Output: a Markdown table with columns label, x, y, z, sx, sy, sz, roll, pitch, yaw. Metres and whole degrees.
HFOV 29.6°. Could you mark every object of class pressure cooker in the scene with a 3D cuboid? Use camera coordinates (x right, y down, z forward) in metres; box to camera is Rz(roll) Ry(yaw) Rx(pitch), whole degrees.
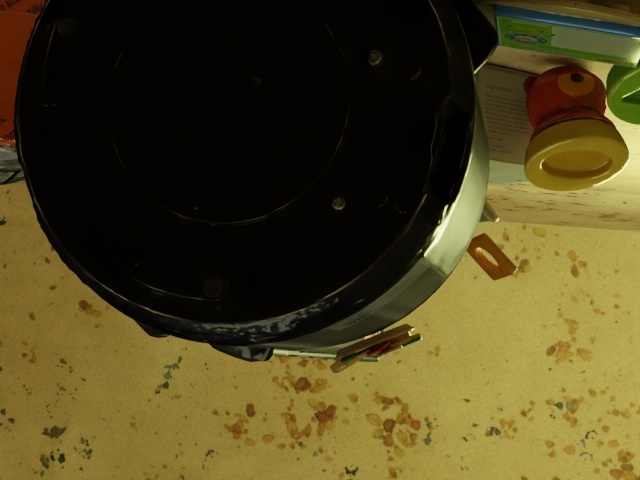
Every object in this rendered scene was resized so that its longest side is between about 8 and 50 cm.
| label | x | y | z | sx | sy | sz | roll | pitch | yaw |
| --- | --- | --- | --- | --- | --- | --- | --- | --- | --- |
| pressure cooker | -0.036 | -0.078 | 1.080 | 0.370 | 0.375 | 0.420 | 2 | 175 | 12 |

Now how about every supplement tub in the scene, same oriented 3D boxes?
| label | x | y | z | sx | sy | sz | roll | pitch | yaw |
| --- | --- | --- | --- | --- | --- | --- | --- | --- | --- |
| supplement tub | -0.363 | -0.174 | 1.379 | 0.207 | 0.207 | 0.338 | 7 | 175 | -19 |

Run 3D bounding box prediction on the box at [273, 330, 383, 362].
| label | x | y | z | sx | sy | sz | roll | pitch | yaw |
| --- | --- | --- | --- | --- | --- | --- | --- | --- | --- |
| box | 0.000 | 0.000 | 2.040 | 0.097 | 0.395 | 0.318 | 5 | 176 | 40 |

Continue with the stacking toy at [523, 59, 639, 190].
| label | x | y | z | sx | sy | sz | roll | pitch | yaw |
| --- | --- | --- | --- | --- | --- | --- | --- | --- | --- |
| stacking toy | 0.404 | -0.173 | 1.390 | 0.309 | 0.130 | 0.279 | 4 | 151 | -15 |

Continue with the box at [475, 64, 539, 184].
| label | x | y | z | sx | sy | sz | roll | pitch | yaw |
| --- | --- | --- | --- | --- | --- | --- | --- | --- | --- |
| box | 0.224 | -0.145 | 1.571 | 0.182 | 0.119 | 0.181 | 7 | 176 | -27 |

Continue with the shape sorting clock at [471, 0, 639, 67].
| label | x | y | z | sx | sy | sz | roll | pitch | yaw |
| --- | --- | --- | --- | --- | --- | --- | --- | --- | --- |
| shape sorting clock | 0.242 | -0.209 | 1.167 | 0.206 | 0.040 | 0.206 | 11 | 178 | 0 |

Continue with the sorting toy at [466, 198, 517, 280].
| label | x | y | z | sx | sy | sz | roll | pitch | yaw |
| --- | --- | --- | --- | --- | --- | --- | --- | --- | --- |
| sorting toy | 0.130 | -0.095 | 1.496 | 0.347 | 0.047 | 0.196 | 52 | 162 | -14 |

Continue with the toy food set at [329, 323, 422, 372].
| label | x | y | z | sx | sy | sz | roll | pitch | yaw |
| --- | --- | --- | --- | --- | --- | --- | --- | --- | --- |
| toy food set | 0.051 | 0.100 | 1.135 | 0.083 | 0.020 | 0.082 | -18 | 173 | -27 |
